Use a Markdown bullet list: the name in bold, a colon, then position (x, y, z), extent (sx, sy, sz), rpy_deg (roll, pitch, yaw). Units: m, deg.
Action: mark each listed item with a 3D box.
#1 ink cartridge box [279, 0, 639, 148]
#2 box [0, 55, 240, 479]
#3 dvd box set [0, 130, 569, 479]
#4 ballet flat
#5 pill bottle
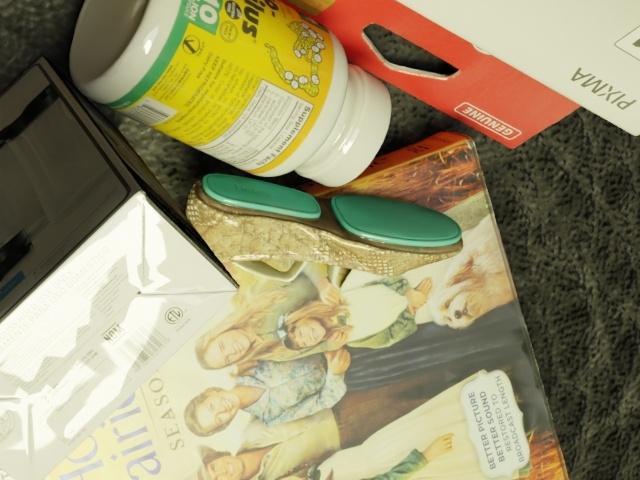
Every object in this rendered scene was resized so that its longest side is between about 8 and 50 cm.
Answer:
- **ink cartridge box**: position (0.120, -0.155, 0.993), extent (0.296, 0.066, 0.261), rpy_deg (24, 141, -30)
- **box**: position (-0.177, 0.005, 0.891), extent (0.169, 0.290, 0.087), rpy_deg (-43, 120, 1)
- **dvd box set**: position (-0.038, 0.127, 1.096), extent (0.420, 0.062, 0.307), rpy_deg (-20, 103, -15)
- **ballet flat**: position (0.000, 0.000, 1.034), extent (0.206, 0.073, 0.067), rpy_deg (10, 119, -16)
- **pill bottle**: position (-0.056, -0.114, 0.990), extent (0.208, 0.117, 0.117), rpy_deg (25, 100, -33)
